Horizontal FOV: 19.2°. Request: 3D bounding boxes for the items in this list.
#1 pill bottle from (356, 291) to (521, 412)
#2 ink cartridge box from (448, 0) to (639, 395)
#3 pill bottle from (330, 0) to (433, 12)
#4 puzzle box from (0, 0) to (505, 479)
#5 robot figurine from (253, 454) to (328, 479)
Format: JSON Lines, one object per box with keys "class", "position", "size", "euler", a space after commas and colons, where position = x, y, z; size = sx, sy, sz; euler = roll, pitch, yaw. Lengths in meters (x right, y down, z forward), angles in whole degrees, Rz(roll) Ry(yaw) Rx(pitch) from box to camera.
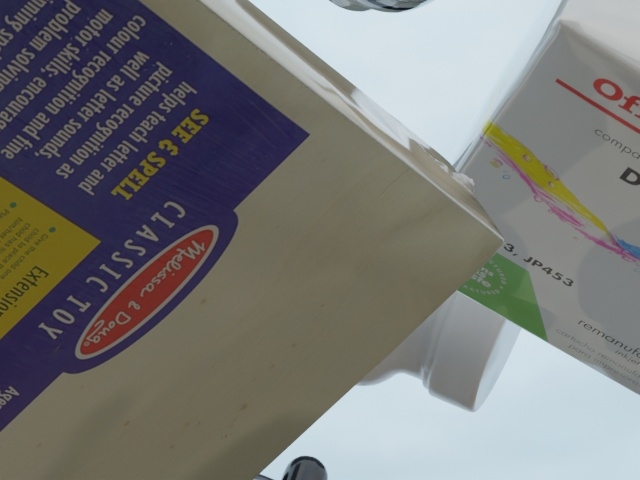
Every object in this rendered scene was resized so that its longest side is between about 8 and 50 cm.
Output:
{"class": "pill bottle", "position": [0.000, 0.000, 1.628], "size": [0.363, 0.210, 0.210], "euler": [23, -34, 12]}
{"class": "ink cartridge box", "position": [0.199, -0.057, 1.039], "size": [0.207, 0.119, 0.353], "euler": [29, -30, 1]}
{"class": "pill bottle", "position": [0.054, -0.187, 1.110], "size": [0.094, 0.094, 0.169], "euler": [8, -10, -22]}
{"class": "puzzle box", "position": [-0.163, 0.065, 0.637], "size": [0.409, 0.052, 0.272], "euler": [-43, -47, 12]}
{"class": "robot figurine", "position": [-0.080, 0.282, 1.409], "size": [0.209, 0.278, 0.173], "euler": [-12, -51, 35]}
